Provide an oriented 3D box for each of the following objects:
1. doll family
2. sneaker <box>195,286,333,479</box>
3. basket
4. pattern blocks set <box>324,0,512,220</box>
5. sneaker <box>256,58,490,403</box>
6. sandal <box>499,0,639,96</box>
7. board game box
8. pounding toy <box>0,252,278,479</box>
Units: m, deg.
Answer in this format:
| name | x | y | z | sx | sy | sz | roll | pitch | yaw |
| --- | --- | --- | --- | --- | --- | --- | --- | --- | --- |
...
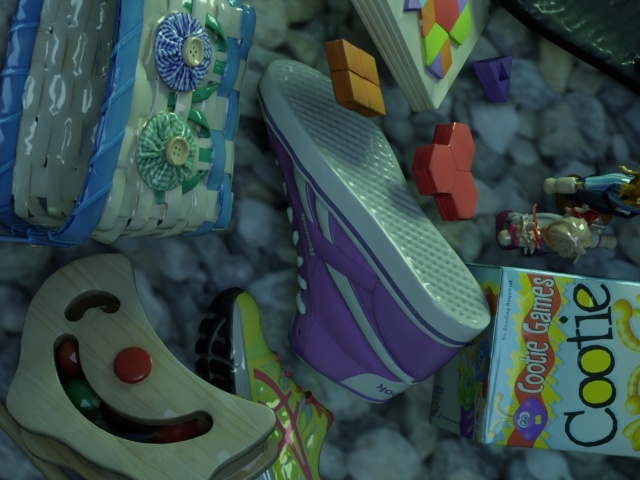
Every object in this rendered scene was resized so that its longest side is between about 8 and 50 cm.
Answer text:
| name | x | y | z | sx | sy | sz | roll | pitch | yaw |
| --- | --- | --- | --- | --- | --- | --- | --- | --- | --- |
| doll family | 0.273 | -0.030 | 1.488 | 0.263 | 0.163 | 0.118 | 8 | 89 | -14 |
| sneaker | -0.039 | 0.135 | 1.464 | 0.094 | 0.081 | 0.208 | -15 | 100 | -22 |
| basket | -0.200 | -0.119 | 1.340 | 0.289 | 0.201 | 0.255 | 7 | 90 | -29 |
| pattern blocks set | 0.073 | -0.202 | 1.408 | 0.325 | 0.026 | 0.285 | 50 | 47 | -41 |
| sneaker | -0.001 | 0.000 | 1.454 | 0.102 | 0.161 | 0.282 | -6 | 60 | -49 |
| sandal | 0.347 | -0.161 | 1.523 | 0.445 | 0.107 | 0.168 | 21 | 86 | -20 |
| board game box | 0.248 | 0.103 | 1.495 | 0.275 | 0.144 | 0.142 | 7 | 90 | -14 |
| pounding toy | -0.156 | 0.118 | 1.409 | 0.269 | 0.155 | 0.154 | 26 | 67 | 13 |
